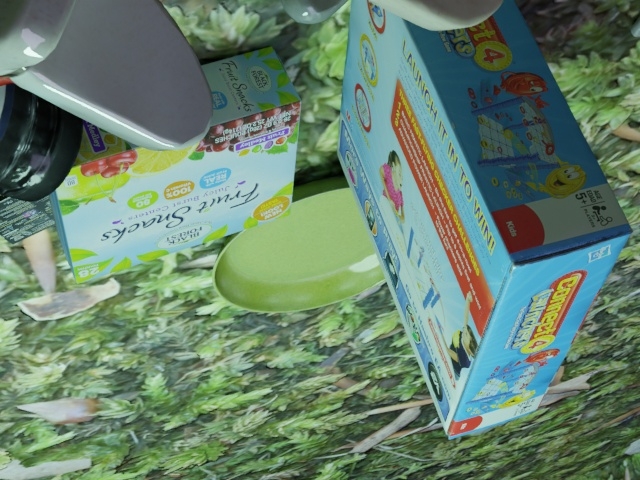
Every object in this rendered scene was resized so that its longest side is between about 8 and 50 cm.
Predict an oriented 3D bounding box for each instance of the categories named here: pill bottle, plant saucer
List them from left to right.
[{"bbox_3d":[-0.276,-0.097,0.800,0.123,0.122,0.219,-34,148,26],"label":"pill bottle"},{"bbox_3d":[0.000,0.000,1.223,0.241,0.037,0.241,-14,152,-8],"label":"plant saucer"}]

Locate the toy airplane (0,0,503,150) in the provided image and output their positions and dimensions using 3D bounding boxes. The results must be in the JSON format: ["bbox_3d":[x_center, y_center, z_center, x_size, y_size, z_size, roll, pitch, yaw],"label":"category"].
[{"bbox_3d":[-0.092,-0.236,0.516,0.385,0.272,0.386,-23,121,-19],"label":"toy airplane"}]

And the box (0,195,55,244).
[{"bbox_3d":[-0.257,-0.032,1.034,0.083,0.018,0.067,-25,151,11],"label":"box"}]

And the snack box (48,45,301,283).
[{"bbox_3d":[-0.126,-0.061,0.991,0.207,0.070,0.174,-17,152,-15],"label":"snack box"}]

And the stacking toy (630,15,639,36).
[{"bbox_3d":[0.406,-0.231,1.045,0.221,0.052,0.167,-6,149,-24],"label":"stacking toy"}]

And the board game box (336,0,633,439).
[{"bbox_3d":[0.106,-0.045,0.926,0.086,0.308,0.302,-14,152,-11],"label":"board game box"}]
